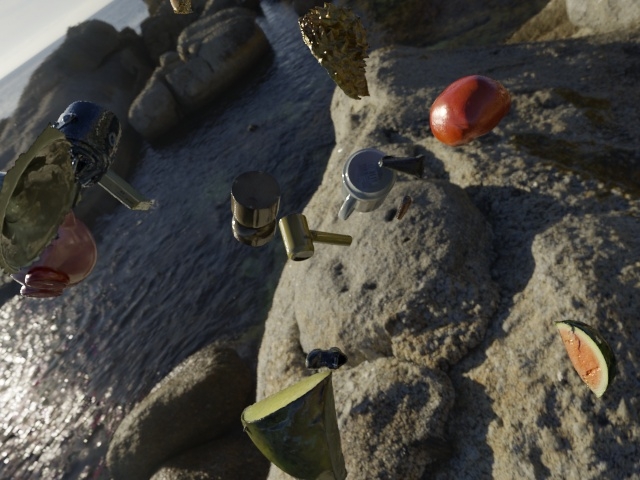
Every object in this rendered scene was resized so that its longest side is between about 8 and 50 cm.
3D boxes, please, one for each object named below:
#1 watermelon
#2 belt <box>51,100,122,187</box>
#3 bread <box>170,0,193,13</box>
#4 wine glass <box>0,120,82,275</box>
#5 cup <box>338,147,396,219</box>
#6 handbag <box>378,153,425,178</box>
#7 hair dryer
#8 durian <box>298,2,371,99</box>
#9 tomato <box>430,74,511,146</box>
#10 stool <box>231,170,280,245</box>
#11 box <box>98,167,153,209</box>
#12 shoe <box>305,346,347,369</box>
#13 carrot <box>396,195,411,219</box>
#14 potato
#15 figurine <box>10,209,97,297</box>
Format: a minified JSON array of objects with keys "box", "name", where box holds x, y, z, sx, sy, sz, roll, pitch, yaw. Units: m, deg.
[{"box":[0.814,0.344,1.305,0.119,0.063,0.245,-45,60,44],"name":"watermelon"},{"box":[-0.482,-0.172,0.857,0.218,0.122,0.128,-24,51,45],"name":"belt"},{"box":[-0.377,-0.666,1.148,0.053,0.106,0.072,-16,54,-30],"name":"bread"},{"box":[-0.512,-0.100,0.550,0.238,0.323,0.238,-163,90,-80],"name":"wine glass"},{"box":[0.190,-0.242,1.996,0.323,0.237,0.327,-53,-5,-5],"name":"cup"},{"box":[0.319,-0.301,1.683,0.175,0.088,0.270,8,14,10],"name":"handbag"},{"box":[0.000,0.000,1.416,0.090,0.279,0.135,-43,54,38],"name":"hair dryer"},{"box":[0.049,-0.515,1.219,0.186,0.305,0.195,-20,26,36],"name":"durian"},{"box":[0.474,-0.424,1.389,0.260,0.180,0.260,-39,17,14],"name":"tomato"},{"box":[-0.251,-0.118,1.644,0.179,0.264,0.179,5,59,-8],"name":"stool"},{"box":[-0.674,-0.192,1.373,0.045,0.270,0.211,-50,11,-4],"name":"box"},{"box":[0.033,0.425,1.517,0.099,0.169,0.071,8,97,53],"name":"shoe"},{"box":[0.264,-0.104,1.365,0.032,0.093,0.032,7,47,-8],"name":"carrot"},{"box":[-0.027,0.460,0.963,0.269,0.255,0.112,-33,3,27],"name":"potato"},{"box":[-0.546,0.021,0.873,0.173,0.173,0.173,-21,39,18],"name":"figurine"}]
